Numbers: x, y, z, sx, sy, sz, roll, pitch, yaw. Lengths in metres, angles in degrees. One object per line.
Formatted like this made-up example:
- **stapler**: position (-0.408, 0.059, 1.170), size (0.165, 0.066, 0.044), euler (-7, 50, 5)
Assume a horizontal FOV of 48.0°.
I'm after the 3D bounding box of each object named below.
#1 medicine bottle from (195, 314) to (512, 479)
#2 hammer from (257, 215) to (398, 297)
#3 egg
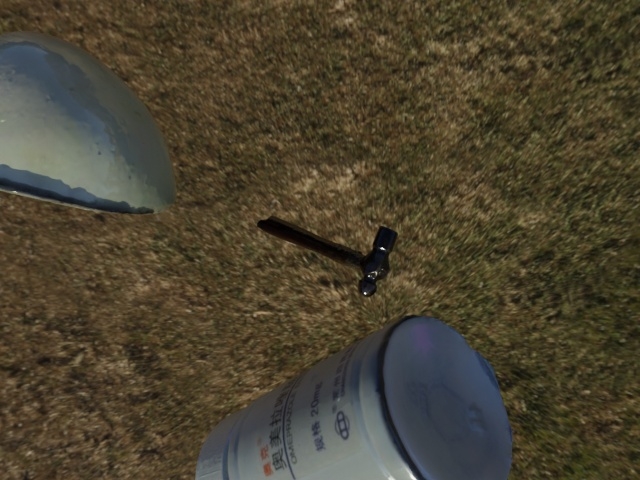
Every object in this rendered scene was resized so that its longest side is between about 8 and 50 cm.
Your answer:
- **medicine bottle**: position (0.021, 0.229, 0.780), size (0.332, 0.190, 0.190), euler (-37, 79, 39)
- **hammer**: position (0.000, 0.000, 0.686), size (0.178, 0.021, 0.065), euler (21, 84, 46)
- **egg**: position (-0.287, -0.137, 0.832), size (0.264, 0.286, 0.174), euler (28, 103, 42)
